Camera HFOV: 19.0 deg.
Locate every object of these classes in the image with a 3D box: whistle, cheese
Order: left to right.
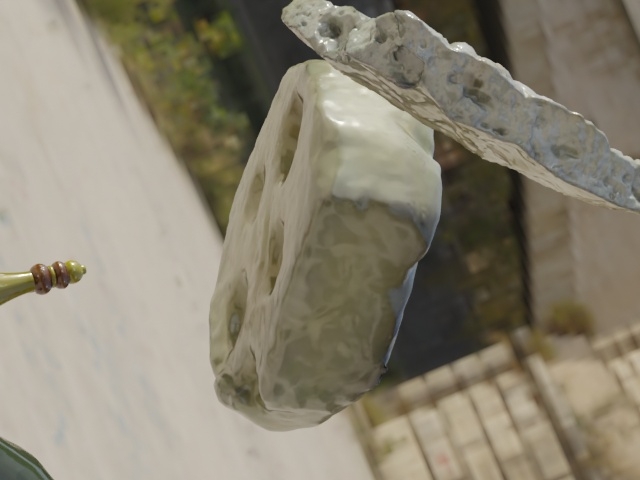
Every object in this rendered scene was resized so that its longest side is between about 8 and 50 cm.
[{"bbox_3d":[-0.301,0.049,2.021,0.046,0.109,0.057,58,-34,36],"label":"whistle"},{"bbox_3d":[0.000,0.000,1.585,0.326,0.115,0.318,152,-51,-74],"label":"cheese"}]

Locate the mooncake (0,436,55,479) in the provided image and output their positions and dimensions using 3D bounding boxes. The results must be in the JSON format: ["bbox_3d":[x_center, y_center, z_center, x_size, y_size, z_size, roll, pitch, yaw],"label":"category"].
[{"bbox_3d":[-0.274,0.215,0.875,0.194,0.356,0.356,11,-53,64],"label":"mooncake"}]

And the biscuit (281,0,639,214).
[{"bbox_3d":[0.081,-0.078,1.077,0.265,0.040,0.188,30,-1,31],"label":"biscuit"}]
